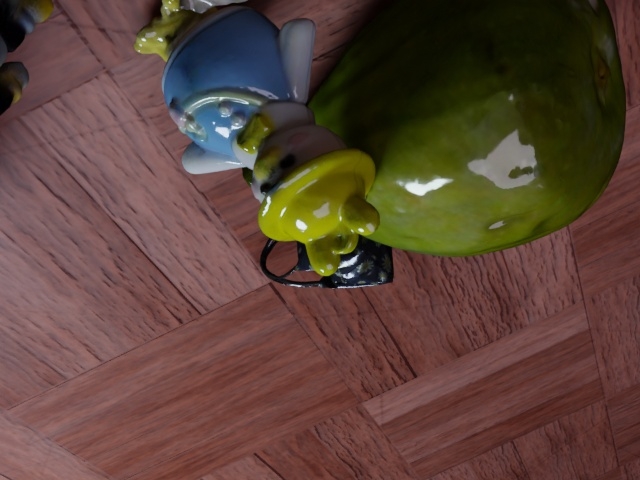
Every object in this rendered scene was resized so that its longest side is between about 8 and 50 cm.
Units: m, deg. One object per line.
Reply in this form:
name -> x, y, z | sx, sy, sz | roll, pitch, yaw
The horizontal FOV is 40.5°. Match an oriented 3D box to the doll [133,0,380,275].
doll -> -0.040, -0.084, 0.628 | 0.135, 0.241, 0.099 | -35, 160, -3

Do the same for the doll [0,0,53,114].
doll -> -0.270, -0.060, 0.510 | 0.103, 0.316, 0.145 | 20, 155, 13

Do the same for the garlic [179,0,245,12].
garlic -> -0.067, -0.268, 0.412 | 0.237, 0.292, 0.210 | 5, 152, 5

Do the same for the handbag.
handbag -> 0.000, 0.000, 0.847 | 0.139, 0.115, 0.072 | -21, 145, 27

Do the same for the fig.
fig -> 0.105, -0.084, 0.724 | 0.233, 0.233, 0.314 | 9, 150, -32
